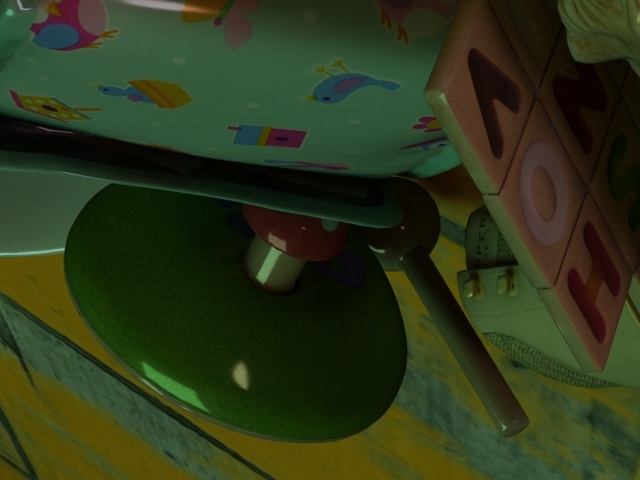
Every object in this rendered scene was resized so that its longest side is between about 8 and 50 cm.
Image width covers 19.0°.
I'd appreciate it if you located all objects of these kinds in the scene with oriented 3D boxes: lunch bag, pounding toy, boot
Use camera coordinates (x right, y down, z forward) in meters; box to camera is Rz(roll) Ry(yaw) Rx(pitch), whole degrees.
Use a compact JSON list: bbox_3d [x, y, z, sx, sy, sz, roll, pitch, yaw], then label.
[{"bbox_3d":[-0.040,-0.098,0.790,0.223,0.160,0.262,8,167,-18],"label":"lunch bag"},{"bbox_3d":[0.000,0.000,0.947,0.110,0.236,0.183,-60,42,30],"label":"pounding toy"},{"bbox_3d":[0.126,-0.008,0.886,0.262,0.095,0.203,44,161,-30],"label":"boot"}]

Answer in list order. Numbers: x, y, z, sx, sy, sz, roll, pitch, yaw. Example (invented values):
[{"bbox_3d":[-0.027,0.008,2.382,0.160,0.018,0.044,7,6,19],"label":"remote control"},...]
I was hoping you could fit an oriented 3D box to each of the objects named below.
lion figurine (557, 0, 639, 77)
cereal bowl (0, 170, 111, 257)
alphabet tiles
[{"bbox_3d":[0.169,0.031,0.568,0.142,0.240,0.392,6,111,41],"label":"lion figurine"},{"bbox_3d":[-0.197,-0.139,1.004,0.338,0.141,0.339,4,144,3],"label":"cereal bowl"},{"bbox_3d":[0.094,-0.088,0.593,0.009,0.237,0.198,-4,137,33],"label":"alphabet tiles"}]
